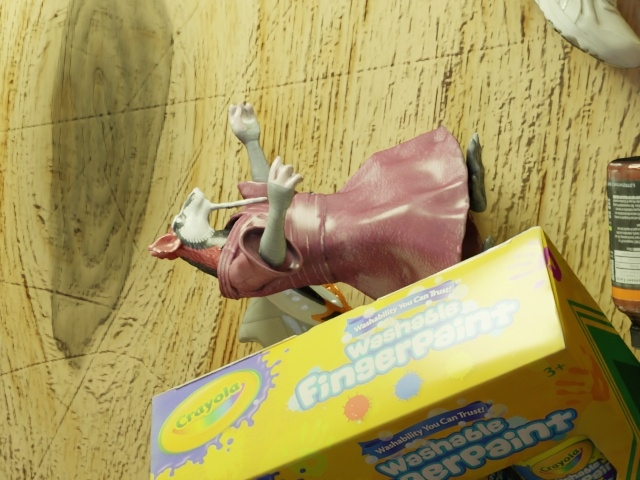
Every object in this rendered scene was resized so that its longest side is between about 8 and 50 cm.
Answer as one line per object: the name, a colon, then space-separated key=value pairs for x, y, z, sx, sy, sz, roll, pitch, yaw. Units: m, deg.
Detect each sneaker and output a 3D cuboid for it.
sneaker: x=0.022 y=0.137 z=1.747 sx=0.262 sy=0.099 sz=0.121 roll=38 pitch=114 yaw=18
sneaker: x=0.264 y=-0.278 z=1.610 sx=0.232 sy=0.090 sz=0.115 roll=46 pitch=105 yaw=7

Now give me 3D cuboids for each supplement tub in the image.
supplement tub: x=0.351 y=0.012 z=1.608 sx=0.106 sy=0.106 sz=0.198 roll=-2 pitch=97 yaw=18

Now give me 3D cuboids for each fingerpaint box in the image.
fingerpaint box: x=0.112 y=0.231 z=1.576 sx=0.444 sy=0.163 sz=0.371 roll=-24 pitch=133 yaw=19

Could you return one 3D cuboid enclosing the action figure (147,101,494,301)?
action figure: x=0.000 y=0.000 z=1.673 sx=0.370 sy=0.248 sz=0.276 roll=-9 pitch=114 yaw=8
